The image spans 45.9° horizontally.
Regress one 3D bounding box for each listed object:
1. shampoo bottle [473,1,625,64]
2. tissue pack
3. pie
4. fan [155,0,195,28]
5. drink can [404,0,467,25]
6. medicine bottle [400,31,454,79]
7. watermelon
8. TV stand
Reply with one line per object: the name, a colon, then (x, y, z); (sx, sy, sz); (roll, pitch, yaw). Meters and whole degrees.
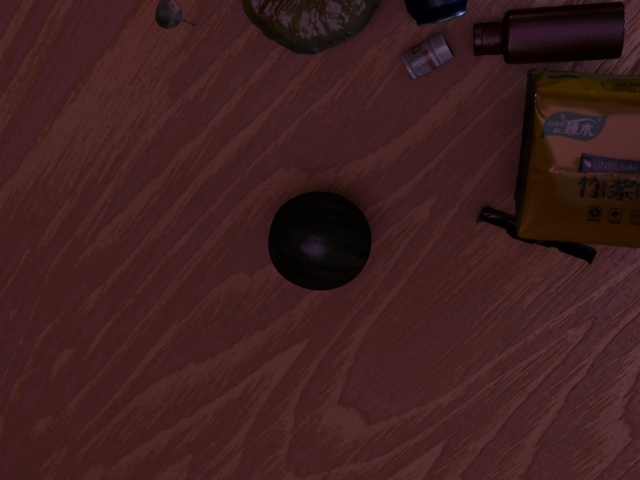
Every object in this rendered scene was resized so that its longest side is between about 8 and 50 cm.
shampoo bottle: (0.411, -0.374, 1.378); (0.260, 0.064, 0.102); (0, 118, 11)
tissue pack: (0.554, -0.147, 1.359); (0.382, 0.228, 0.293); (6, 117, 12)
pie: (-0.020, -0.493, 1.394); (0.307, 0.071, 0.306); (4, 112, 10)
fan: (-0.295, -0.441, 1.503); (0.060, 0.003, 0.080); (-35, 104, 22)
drink can: (0.191, -0.489, 1.334); (0.118, 0.118, 0.204); (-12, 111, 15)
medicine bottle: (0.201, -0.348, 1.429); (0.089, 0.057, 0.057); (-26, 107, 19)
watermelon: (0.000, 0.000, 1.542); (0.212, 0.212, 0.212); (4, 115, 8)
TV stand: (0.441, -0.011, 1.550); (0.249, 0.042, 0.036); (20, 113, 0)
